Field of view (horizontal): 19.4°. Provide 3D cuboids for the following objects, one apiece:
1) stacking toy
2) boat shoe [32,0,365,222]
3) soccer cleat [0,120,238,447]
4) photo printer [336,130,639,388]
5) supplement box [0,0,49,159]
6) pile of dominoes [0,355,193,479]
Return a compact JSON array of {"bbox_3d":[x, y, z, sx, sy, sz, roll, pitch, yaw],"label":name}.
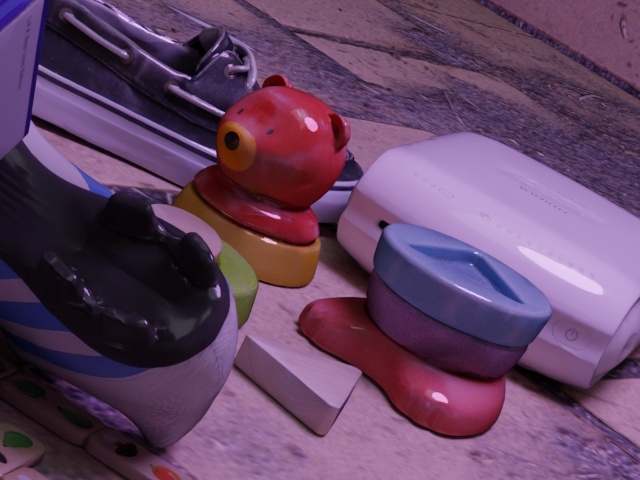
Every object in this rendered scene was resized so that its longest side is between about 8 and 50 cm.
[{"bbox_3d":[0.000,0.000,1.277,0.309,0.130,0.279,33,17,24],"label":"stacking toy"},{"bbox_3d":[-0.100,-0.114,1.494,0.335,0.119,0.121,21,17,-20],"label":"boat shoe"},{"bbox_3d":[-0.181,-0.007,1.032,0.331,0.143,0.116,39,60,22],"label":"soccer cleat"},{"bbox_3d":[0.161,0.010,1.538,0.256,0.107,0.307,31,16,15],"label":"photo printer"},{"bbox_3d":[-0.259,-0.114,0.925,0.220,0.111,0.114,32,51,11],"label":"supplement box"},{"bbox_3d":[-0.148,0.096,0.906,0.251,0.040,0.196,30,16,13],"label":"pile of dominoes"}]
